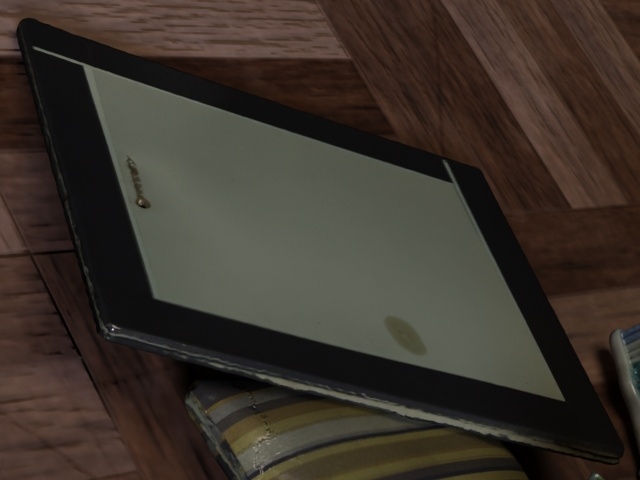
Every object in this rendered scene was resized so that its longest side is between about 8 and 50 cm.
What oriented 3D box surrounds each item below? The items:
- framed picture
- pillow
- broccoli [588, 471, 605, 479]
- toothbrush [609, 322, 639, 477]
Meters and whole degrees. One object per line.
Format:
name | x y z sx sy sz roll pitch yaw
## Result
framed picture | 0.000 0.000 1.115 0.347 0.016 0.265 16 34 -33
pillow | 0.050 0.149 1.019 0.208 0.052 0.212 -2 50 -48
broccoli | 0.198 0.219 0.959 0.248 0.245 0.288 46 67 5
toothbrush | 0.227 0.211 1.147 0.040 0.040 0.386 16 47 -32
